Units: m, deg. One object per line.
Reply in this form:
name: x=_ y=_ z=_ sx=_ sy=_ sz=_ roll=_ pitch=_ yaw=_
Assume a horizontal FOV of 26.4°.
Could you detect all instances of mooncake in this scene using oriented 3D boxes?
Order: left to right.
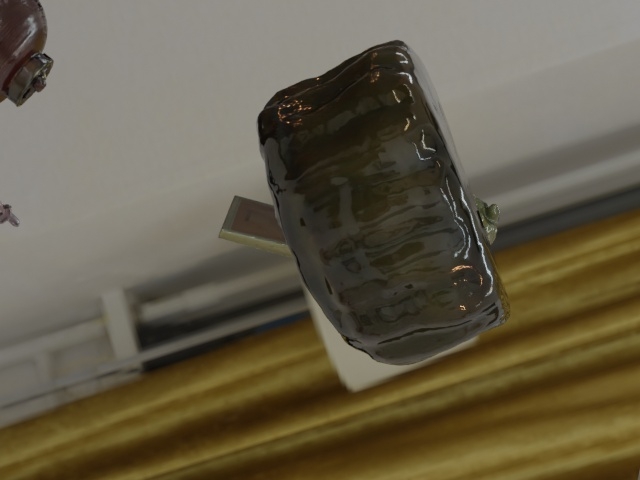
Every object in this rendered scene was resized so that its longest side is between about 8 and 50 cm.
mooncake: x=0.059 y=-0.028 z=1.241 sx=0.290 sy=0.161 sz=0.290 roll=-22 pitch=90 yaw=-81

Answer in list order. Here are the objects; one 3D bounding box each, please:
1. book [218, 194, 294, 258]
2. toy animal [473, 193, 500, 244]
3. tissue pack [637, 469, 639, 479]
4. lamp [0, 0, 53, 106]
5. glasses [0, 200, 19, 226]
book: x=0.000 y=-0.001 z=1.687 sx=0.170 sy=0.241 sz=0.018 roll=-83 pitch=-173 yaw=-73
toy animal: x=0.107 y=0.007 z=1.479 sx=0.101 sy=0.218 sz=0.103 roll=25 pitch=45 yaw=-40
tissue pack: x=0.343 y=0.244 z=1.360 sx=0.023 sy=0.056 sz=0.108 roll=11 pitch=90 yaw=-50
lamp: x=-0.433 y=-0.251 z=1.618 sx=0.258 sy=0.180 sz=0.180 roll=38 pitch=8 yaw=-4
glasses: x=-0.413 y=-0.021 z=1.305 sx=0.162 sy=0.255 sz=0.095 roll=135 pitch=-44 yaw=-59
